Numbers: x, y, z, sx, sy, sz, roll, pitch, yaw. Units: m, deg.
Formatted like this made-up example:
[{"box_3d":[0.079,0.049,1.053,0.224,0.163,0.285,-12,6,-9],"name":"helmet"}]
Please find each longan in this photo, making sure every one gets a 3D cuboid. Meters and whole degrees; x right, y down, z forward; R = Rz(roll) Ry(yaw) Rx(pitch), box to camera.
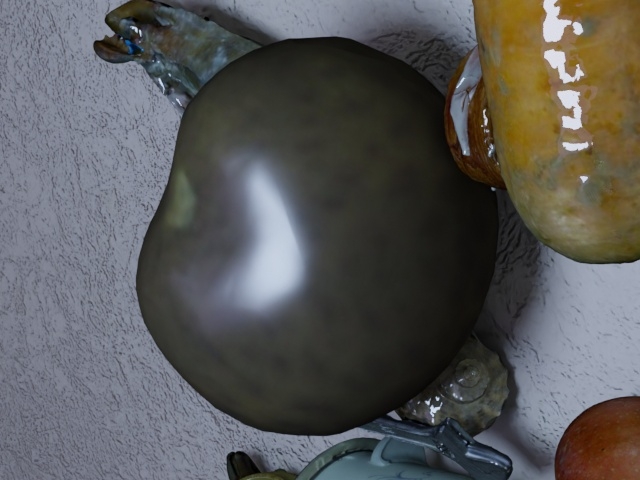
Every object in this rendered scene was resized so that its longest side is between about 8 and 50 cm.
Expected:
[{"box_3d":[0.000,0.000,1.855,0.336,0.404,0.405,38,136,54],"name":"longan"}]

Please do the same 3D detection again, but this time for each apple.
[{"box_3d":[0.320,0.241,1.762,0.162,0.201,0.201,-23,89,17],"name":"apple"}]

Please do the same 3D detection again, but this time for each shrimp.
[{"box_3d":[-0.093,-0.152,2.150,0.445,0.110,0.221,38,143,28],"name":"shrimp"}]

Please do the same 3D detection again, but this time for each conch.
[{"box_3d":[0.131,0.143,2.035,0.207,0.130,0.155,150,132,-75],"name":"conch"}]

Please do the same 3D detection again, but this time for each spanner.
[{"box_3d":[0.079,0.204,1.998,0.325,0.026,0.093,12,146,44],"name":"spanner"}]

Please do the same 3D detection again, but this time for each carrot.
[{"box_3d":[0.243,-0.157,1.602,0.224,0.224,0.341,3,117,51],"name":"carrot"}]

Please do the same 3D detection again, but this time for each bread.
[{"box_3d":[0.193,-0.121,1.754,0.073,0.160,0.160,11,116,53],"name":"bread"}]

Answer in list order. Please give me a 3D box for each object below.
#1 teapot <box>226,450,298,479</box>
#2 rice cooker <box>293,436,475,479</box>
[{"box_3d":[-0.055,0.381,2.337,0.182,0.173,0.269,58,-177,-42],"name":"teapot"},{"box_3d":[0.084,0.366,2.050,0.316,0.264,0.317,-8,78,43],"name":"rice cooker"}]
